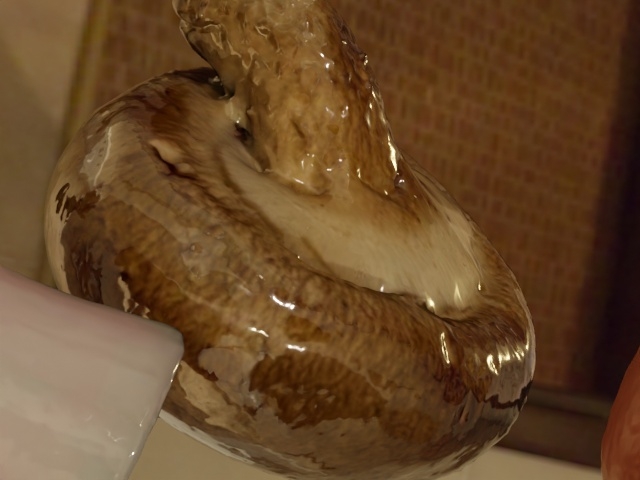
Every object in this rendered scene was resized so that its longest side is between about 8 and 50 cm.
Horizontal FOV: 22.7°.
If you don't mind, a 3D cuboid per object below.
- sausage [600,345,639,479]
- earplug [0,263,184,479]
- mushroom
[{"bbox_3d":[0.208,0.027,0.564,0.254,0.148,0.148,-50,133,-15],"label":"sausage"},{"bbox_3d":[-0.234,0.043,0.720,0.301,0.172,0.172,31,68,-11],"label":"earplug"},{"bbox_3d":[-0.013,0.018,0.996,0.345,0.239,0.345,16,54,-22],"label":"mushroom"}]
